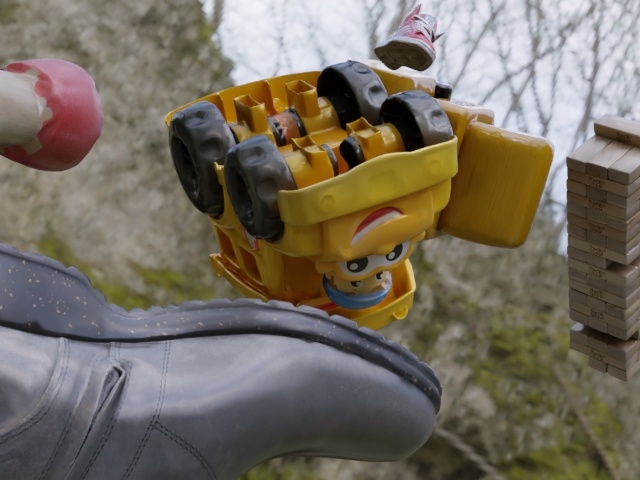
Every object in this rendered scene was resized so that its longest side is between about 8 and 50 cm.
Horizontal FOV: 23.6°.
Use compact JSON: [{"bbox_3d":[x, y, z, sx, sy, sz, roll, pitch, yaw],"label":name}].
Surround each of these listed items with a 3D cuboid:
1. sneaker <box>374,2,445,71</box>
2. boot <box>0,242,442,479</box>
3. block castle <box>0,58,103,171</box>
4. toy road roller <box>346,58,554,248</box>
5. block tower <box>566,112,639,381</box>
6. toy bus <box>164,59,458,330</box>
[{"bbox_3d":[0.099,-0.201,1.508,0.042,0.067,0.118,50,-10,-17],"label":"sneaker"},{"bbox_3d":[-0.087,0.140,0.749,0.338,0.223,0.118,12,-28,-28],"label":"boot"},{"bbox_3d":[-0.395,-0.190,1.186,0.303,0.213,0.453,-35,-102,18],"label":"block castle"},{"bbox_3d":[0.134,-0.087,1.804,0.240,0.329,0.203,18,-80,17],"label":"toy road roller"},{"bbox_3d":[0.371,0.013,1.927,0.091,0.097,0.335,22,-48,36],"label":"block tower"},{"bbox_3d":[0.000,0.000,1.059,0.220,0.149,0.211,33,-45,59],"label":"toy bus"}]
